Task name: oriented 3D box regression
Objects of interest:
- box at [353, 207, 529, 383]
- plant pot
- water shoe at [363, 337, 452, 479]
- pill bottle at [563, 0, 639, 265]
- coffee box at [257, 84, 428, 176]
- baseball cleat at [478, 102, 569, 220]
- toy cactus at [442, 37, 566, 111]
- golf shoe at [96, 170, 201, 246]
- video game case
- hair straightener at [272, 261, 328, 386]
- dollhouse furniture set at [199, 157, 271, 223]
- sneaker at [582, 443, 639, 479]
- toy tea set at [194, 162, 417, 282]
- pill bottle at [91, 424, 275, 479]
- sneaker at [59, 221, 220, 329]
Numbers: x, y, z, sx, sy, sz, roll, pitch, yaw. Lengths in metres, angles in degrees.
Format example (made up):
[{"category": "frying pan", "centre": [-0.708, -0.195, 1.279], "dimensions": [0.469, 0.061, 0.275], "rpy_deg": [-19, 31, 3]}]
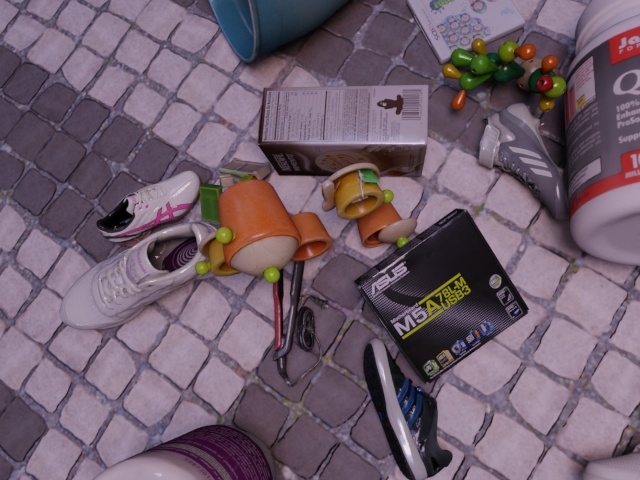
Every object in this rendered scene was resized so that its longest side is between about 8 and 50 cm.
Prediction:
[{"category": "box", "centre": [0.176, 0.081, 0.681], "dimensions": [0.190, 0.045, 0.184], "rpy_deg": [-34, 102, -1]}, {"category": "plant pot", "centre": [-0.053, -0.471, 0.773], "dimensions": [0.255, 0.272, 0.272], "rpy_deg": [-26, 75, -14]}, {"category": "water shoe", "centre": [0.125, 0.237, 0.686], "dimensions": [0.080, 0.073, 0.203], "rpy_deg": [-14, 79, -18]}, {"category": "pill bottle", "centre": [0.445, -0.166, 0.632], "dimensions": [0.210, 0.210, 0.363], "rpy_deg": [6, 67, 9]}, {"category": "coffee box", "centre": [0.040, -0.168, 0.741], "dimensions": [0.246, 0.141, 0.098], "rpy_deg": [2, 78, 10]}, {"category": "baseball cleat", "centre": [0.312, -0.113, 0.734], "dimensions": [0.109, 0.072, 0.206], "rpy_deg": [-18, 67, 12]}, {"category": "toy cactus", "centre": [0.303, -0.251, 0.728], "dimensions": [0.180, 0.219, 0.112], "rpy_deg": [-5, 112, -29]}, {"category": "golf shoe", "centre": [-0.285, -0.057, 0.791], "dimensions": [0.186, 0.086, 0.067], "rpy_deg": [-37, 74, -3]}, {"category": "video game case", "centre": [0.252, -0.401, 0.824], "dimensions": [0.157, 0.019, 0.143], "rpy_deg": [-24, 76, 2]}, {"category": "hair straightener", "centre": [-0.032, 0.109, 0.734], "dimensions": [0.088, 0.047, 0.231], "rpy_deg": [-2, 72, 7]}, {"category": "dollhouse furniture set", "centre": [-0.140, -0.085, 0.774], "dimensions": [0.076, 0.152, 0.059], "rpy_deg": [9, 118, 15]}, {"category": "sneaker", "centre": [0.480, 0.257, 0.608], "dimensions": [0.292, 0.108, 0.169], "rpy_deg": [3, 76, -1]}, {"category": "toy tea set", "centre": [0.000, 0.000, 0.648], "dimensions": [0.335, 0.200, 0.124], "rpy_deg": [-13, 66, -19]}, {"category": "pill bottle", "centre": [-0.150, 0.323, 0.574], "dimensions": [0.169, 0.301, 0.170], "rpy_deg": [-2, 78, 8]}, {"category": "sneaker", "centre": [-0.289, 0.045, 0.734], "dimensions": [0.305, 0.152, 0.114], "rpy_deg": [-28, 80, 2]}]
